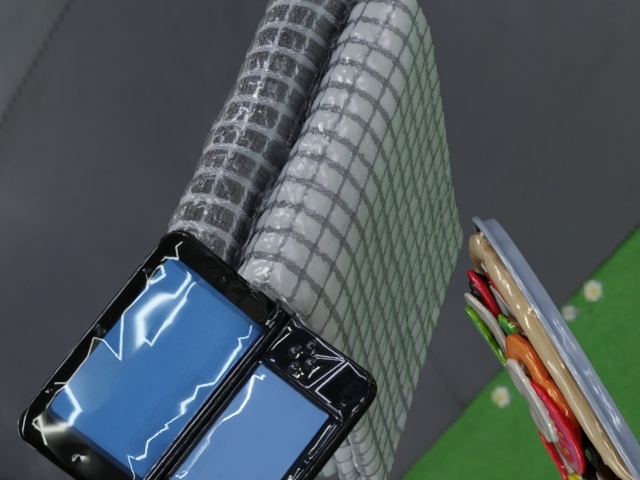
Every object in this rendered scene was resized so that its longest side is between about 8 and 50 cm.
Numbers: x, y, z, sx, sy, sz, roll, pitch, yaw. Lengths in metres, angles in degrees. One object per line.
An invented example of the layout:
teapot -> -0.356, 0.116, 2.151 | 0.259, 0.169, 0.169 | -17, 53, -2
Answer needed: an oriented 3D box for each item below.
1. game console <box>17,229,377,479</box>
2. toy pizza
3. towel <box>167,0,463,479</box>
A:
game console -> -0.056, 0.076, 0.714 | 0.122, 0.071, 0.107 | -52, 47, -5
toy pizza -> 0.111, 0.080, 0.702 | 0.032, 0.201, 0.201 | -30, 67, 3
towel -> 0.000, 0.000, 1.017 | 0.121, 0.284, 0.235 | 11, 61, 18
